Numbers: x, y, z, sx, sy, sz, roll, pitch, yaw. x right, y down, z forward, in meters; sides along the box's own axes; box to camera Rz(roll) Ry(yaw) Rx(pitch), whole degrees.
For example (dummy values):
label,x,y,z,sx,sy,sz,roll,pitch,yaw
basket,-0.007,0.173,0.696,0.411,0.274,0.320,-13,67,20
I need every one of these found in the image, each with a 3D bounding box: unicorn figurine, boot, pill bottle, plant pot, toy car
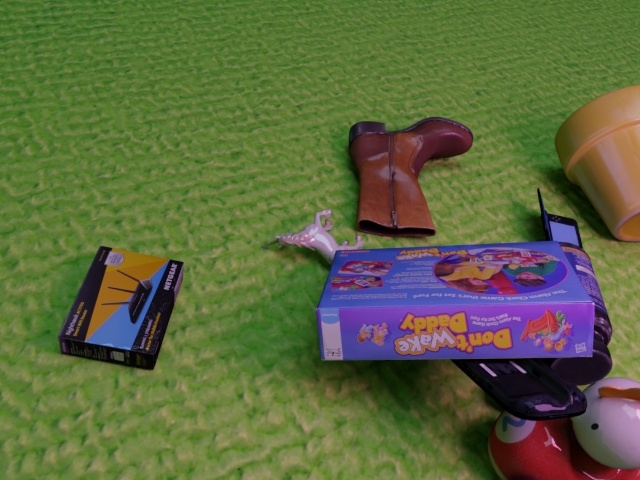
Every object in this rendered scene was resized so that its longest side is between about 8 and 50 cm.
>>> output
label,x,y,z,sx,sy,sz,roll,pitch,yaw
unicorn figurine,0.000,0.000,1.159,0.162,0.060,0.111,30,45,16
boot,0.190,-0.125,1.311,0.264,0.096,0.280,5,45,-10
pill bottle,0.396,0.117,1.098,0.122,0.123,0.219,10,43,-5
plant pot,0.624,-0.137,1.347,0.254,0.254,0.239,0,62,-15
toy car,0.349,0.243,0.876,0.210,0.238,0.219,17,43,3

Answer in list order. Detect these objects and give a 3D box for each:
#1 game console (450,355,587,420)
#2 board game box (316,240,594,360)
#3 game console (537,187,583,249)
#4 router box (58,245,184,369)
label,x,y,z,sx,sy,sz,roll,pitch,yaw
game console,0.206,0.153,0.942,0.213,0.044,0.361,-10,18,-15
board game box,0.182,0.080,0.973,0.347,0.078,0.233,-2,18,9
game console,0.459,-0.030,1.300,0.107,0.071,0.122,12,44,-2
router box,-0.286,0.096,0.999,0.133,0.046,0.179,11,44,-4
